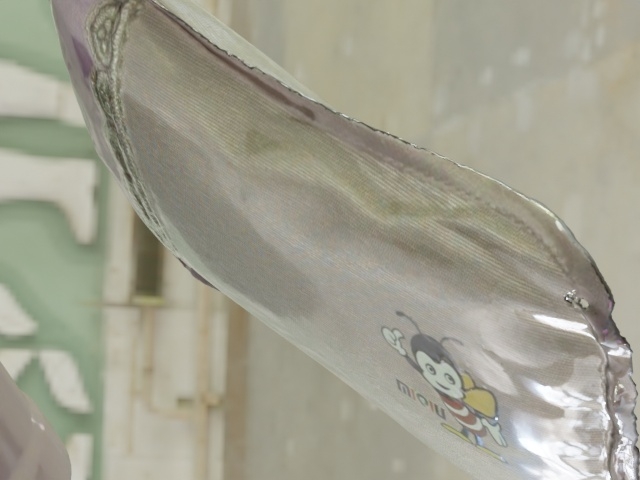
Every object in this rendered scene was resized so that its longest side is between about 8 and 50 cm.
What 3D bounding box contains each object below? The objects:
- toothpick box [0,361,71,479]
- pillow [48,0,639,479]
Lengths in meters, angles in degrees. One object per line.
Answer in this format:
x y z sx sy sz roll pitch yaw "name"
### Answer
-0.162 0.049 0.660 0.149 0.098 0.098 62 -178 -34 "toothpick box"
0.000 0.000 0.510 0.232 0.038 0.131 36 152 38 "pillow"
